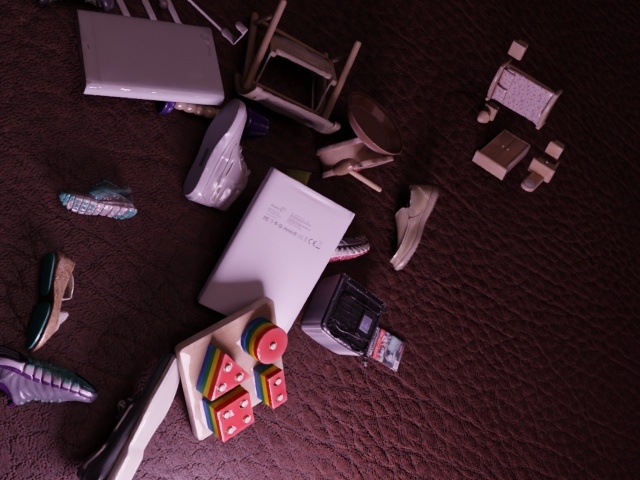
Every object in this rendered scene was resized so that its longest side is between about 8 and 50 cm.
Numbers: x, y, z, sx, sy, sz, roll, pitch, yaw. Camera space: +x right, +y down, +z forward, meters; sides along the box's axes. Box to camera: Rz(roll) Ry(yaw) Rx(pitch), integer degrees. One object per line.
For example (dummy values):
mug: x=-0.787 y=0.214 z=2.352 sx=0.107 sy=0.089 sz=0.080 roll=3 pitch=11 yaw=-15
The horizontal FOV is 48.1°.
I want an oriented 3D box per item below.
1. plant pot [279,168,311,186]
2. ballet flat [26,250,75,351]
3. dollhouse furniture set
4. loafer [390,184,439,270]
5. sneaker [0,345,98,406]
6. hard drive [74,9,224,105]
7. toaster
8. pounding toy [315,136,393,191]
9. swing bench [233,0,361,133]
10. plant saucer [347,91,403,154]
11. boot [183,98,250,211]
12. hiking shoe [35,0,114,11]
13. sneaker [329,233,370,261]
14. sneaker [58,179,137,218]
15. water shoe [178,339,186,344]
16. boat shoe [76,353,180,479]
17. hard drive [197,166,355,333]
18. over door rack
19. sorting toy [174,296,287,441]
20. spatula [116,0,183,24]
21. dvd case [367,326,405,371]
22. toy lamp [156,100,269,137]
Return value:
plant pot: x=-0.067 y=-0.138 z=1.829 sx=0.083 sy=0.083 sz=0.079 roll=4 pitch=93 yaw=-35
ballet flat: x=-0.539 y=0.125 z=1.454 sx=0.067 sy=0.073 sz=0.206 roll=22 pitch=74 yaw=-46
dollhouse furniture set: x=0.617 y=-0.364 z=2.170 sx=0.303 sy=0.356 sz=0.174 roll=37 pitch=54 yaw=19
loafer: x=0.249 y=-0.043 z=2.029 sx=0.092 sy=0.102 sz=0.269 roll=23 pitch=74 yaw=5
sneaker: x=-0.560 y=0.293 z=1.421 sx=0.223 sy=0.083 sz=0.098 roll=30 pitch=88 yaw=-24
hard drive: x=-0.380 y=-0.407 z=1.605 sx=0.307 sy=0.040 sz=0.203 roll=-1 pitch=66 yaw=-29
toaster: x=0.060 y=0.202 z=1.843 sx=0.168 sy=0.110 sz=0.186 roll=36 pitch=64 yaw=-26
pounding toy: x=0.087 y=-0.191 z=1.911 sx=0.269 sy=0.154 sz=0.155 roll=-18 pitch=94 yaw=-55
swing bench: x=-0.067 y=-0.425 z=1.816 sx=0.253 sy=0.165 sz=0.255 roll=21 pitch=79 yaw=-32
plant saucer: x=0.134 y=-0.295 z=1.855 sx=0.198 sy=0.036 sz=0.199 roll=32 pitch=37 yaw=-29
boot: x=-0.214 y=-0.196 z=1.687 sx=0.123 sy=0.095 sz=0.258 roll=23 pitch=100 yaw=-39
hiking shoe: x=-0.560 y=-0.543 z=1.539 sx=0.226 sy=0.086 sz=0.114 roll=29 pitch=81 yaw=-23
sneaker: x=0.000 y=0.000 z=1.825 sx=0.299 sy=0.120 sz=0.112 roll=0 pitch=81 yaw=-35
sneaker: x=-0.478 y=-0.096 z=1.542 sx=0.166 sy=0.065 sz=0.076 roll=11 pitch=60 yaw=-37
water shoe: x=-0.245 y=0.259 z=1.655 sx=0.203 sy=0.073 sz=0.080 roll=-7 pitch=113 yaw=-36
boat shoe: x=-0.394 y=0.369 z=1.493 sx=0.099 sy=0.116 sz=0.320 roll=19 pitch=65 yaw=13
hard drive: x=-0.102 y=0.036 z=1.687 sx=0.233 sy=0.047 sz=0.353 roll=28 pitch=94 yaw=-23
over door rack: x=-0.268 y=-0.625 z=1.710 sx=0.324 sy=0.108 sz=0.240 roll=35 pitch=60 yaw=-6
sorting toy: x=-0.176 y=0.298 z=1.610 sx=0.257 sy=0.089 sz=0.256 roll=-27 pitch=125 yaw=-35
spatula: x=-0.393 y=-0.519 z=1.682 sx=0.168 sy=0.019 sz=0.242 roll=-32 pitch=102 yaw=-34
dvd case: x=0.178 y=0.297 z=1.975 sx=0.119 sy=0.013 sz=0.087 roll=32 pitch=66 yaw=-27
toy lamp: x=-0.250 y=-0.304 z=1.716 sx=0.274 sy=0.080 sz=0.080 roll=12 pitch=76 yaw=-35
